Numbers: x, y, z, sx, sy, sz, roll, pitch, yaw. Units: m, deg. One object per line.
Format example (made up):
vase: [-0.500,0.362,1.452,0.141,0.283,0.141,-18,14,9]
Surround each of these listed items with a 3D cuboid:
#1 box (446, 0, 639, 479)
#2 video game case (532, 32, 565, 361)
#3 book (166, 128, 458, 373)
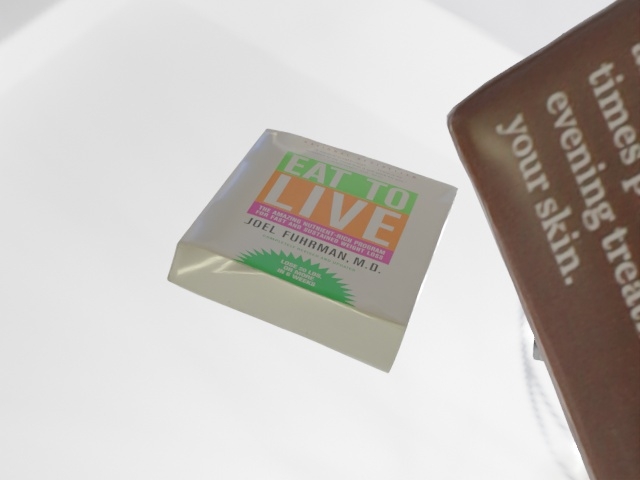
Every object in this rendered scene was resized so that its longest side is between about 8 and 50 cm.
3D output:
box: [0.227,-0.024,0.262,0.143,0.381,0.191,6,-120,-52]
video game case: [0.257,-0.016,0.915,0.274,0.026,0.196,5,-117,7]
book: [0.000,0.000,0.736,0.096,0.035,0.144,21,-155,3]
